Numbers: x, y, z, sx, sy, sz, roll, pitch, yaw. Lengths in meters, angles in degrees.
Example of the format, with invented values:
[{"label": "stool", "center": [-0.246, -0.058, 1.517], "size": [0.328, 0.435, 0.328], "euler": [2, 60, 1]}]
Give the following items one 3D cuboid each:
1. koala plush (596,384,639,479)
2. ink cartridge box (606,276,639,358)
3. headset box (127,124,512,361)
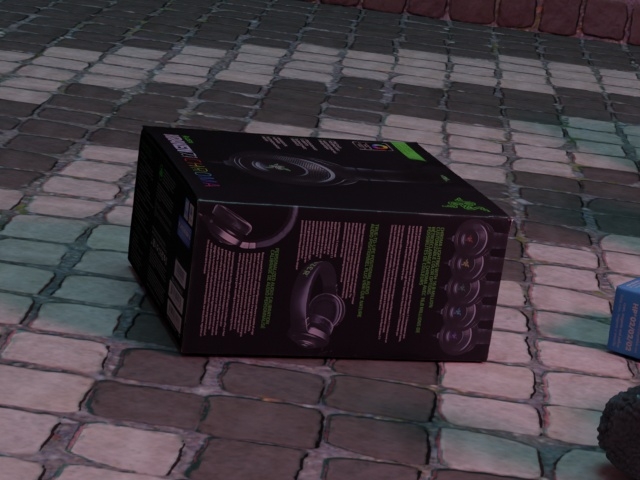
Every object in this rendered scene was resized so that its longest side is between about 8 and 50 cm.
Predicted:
[{"label": "koala plush", "center": [0.346, 0.096, 1.270], "size": [0.203, 0.196, 0.221], "euler": [29, 24, 28]}, {"label": "ink cartridge box", "center": [0.350, 0.081, 1.525], "size": [0.181, 0.061, 0.104], "euler": [17, 18, 32]}, {"label": "headset box", "center": [0.000, 0.000, 1.525], "size": [0.283, 0.131, 0.246], "euler": [3, 16, -17]}]
